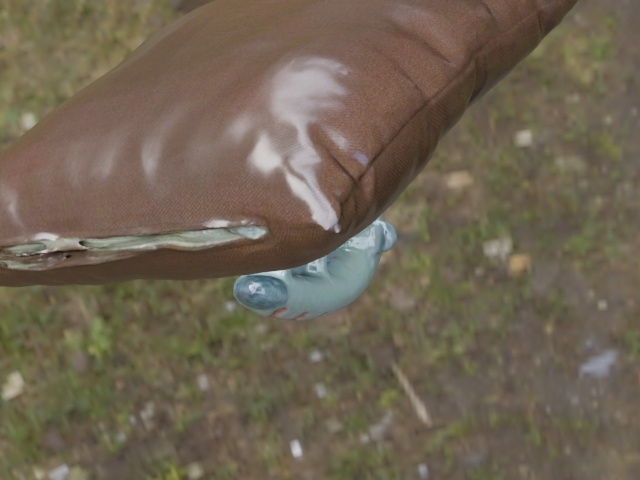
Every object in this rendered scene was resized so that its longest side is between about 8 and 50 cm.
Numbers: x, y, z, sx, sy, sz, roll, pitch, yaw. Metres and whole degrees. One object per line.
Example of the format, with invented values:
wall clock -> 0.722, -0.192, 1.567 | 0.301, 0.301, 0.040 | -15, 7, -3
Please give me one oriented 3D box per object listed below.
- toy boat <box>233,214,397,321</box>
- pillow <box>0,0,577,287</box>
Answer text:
toy boat -> 0.000, 0.000, 1.634 | 0.079, 0.207, 0.134 | 2, 92, 25
pillow -> -0.037, -0.074, 1.141 | 0.308, 0.108, 0.305 | -5, 28, 39
